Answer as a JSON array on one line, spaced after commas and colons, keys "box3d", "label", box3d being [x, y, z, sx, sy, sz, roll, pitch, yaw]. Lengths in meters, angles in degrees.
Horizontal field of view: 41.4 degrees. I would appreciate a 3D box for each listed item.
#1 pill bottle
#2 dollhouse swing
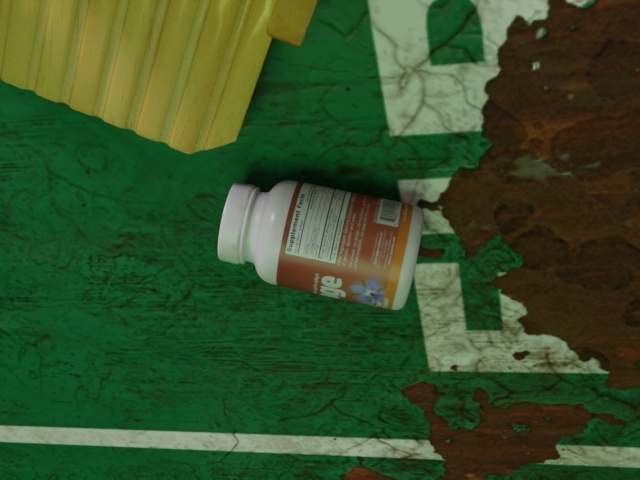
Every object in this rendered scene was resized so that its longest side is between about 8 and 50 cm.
[{"box3d": [0.000, 0.000, 0.954, 0.216, 0.121, 0.121, 12, 133, 4], "label": "pill bottle"}, {"box3d": [-0.188, -0.206, 0.716, 0.347, 0.315, 0.305, 22, 113, -7], "label": "dollhouse swing"}]
